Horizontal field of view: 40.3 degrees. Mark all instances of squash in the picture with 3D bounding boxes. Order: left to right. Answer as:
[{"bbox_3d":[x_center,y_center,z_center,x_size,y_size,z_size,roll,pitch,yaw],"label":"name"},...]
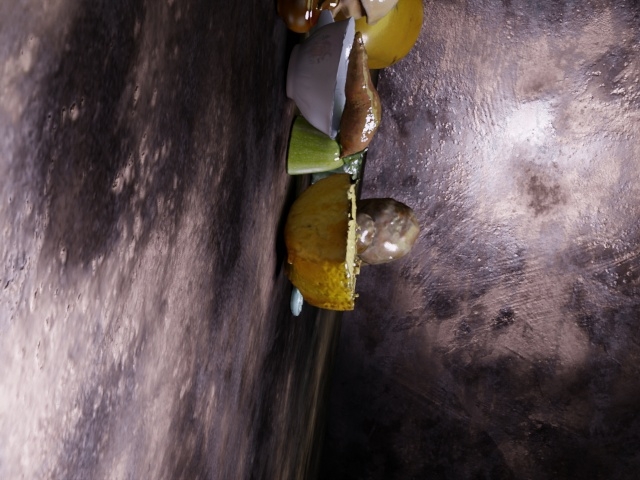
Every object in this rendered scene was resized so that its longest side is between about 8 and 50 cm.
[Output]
[{"bbox_3d":[0.016,-0.153,1.472,0.105,0.132,0.105,8,90,-83],"label":"squash"}]

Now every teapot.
[{"bbox_3d":[-0.011,-0.330,1.167,0.129,0.078,0.098,-73,171,-55],"label":"teapot"}]

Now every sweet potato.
[{"bbox_3d":[0.066,-0.217,1.357,0.068,0.068,0.226,-74,171,-51],"label":"sweet potato"}]

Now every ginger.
[{"bbox_3d":[0.103,-0.022,1.906,0.304,0.244,0.155,152,-71,-81],"label":"ginger"}]

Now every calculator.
[{"bbox_3d":[-0.046,0.109,1.856,0.153,0.021,0.095,85,15,-71],"label":"calculator"}]

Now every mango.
[{"bbox_3d":[0.096,-0.433,1.681,0.317,0.173,0.211,-41,144,-63],"label":"mango"}]

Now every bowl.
[{"bbox_3d":[-0.004,-0.254,1.341,0.189,0.086,0.189,11,90,-83],"label":"bowl"}]

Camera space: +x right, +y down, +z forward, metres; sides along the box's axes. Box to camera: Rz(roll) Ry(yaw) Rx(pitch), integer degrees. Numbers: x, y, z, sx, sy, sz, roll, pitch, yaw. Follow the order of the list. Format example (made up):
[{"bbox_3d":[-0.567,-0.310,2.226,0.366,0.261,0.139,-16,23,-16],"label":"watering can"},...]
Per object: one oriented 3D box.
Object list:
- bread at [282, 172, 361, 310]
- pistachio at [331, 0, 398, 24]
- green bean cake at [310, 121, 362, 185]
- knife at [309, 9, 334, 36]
[{"bbox_3d":[0.000,0.005,1.564,0.160,0.147,0.261,79,12,-48],"label":"bread"},{"bbox_3d":[0.085,-0.501,1.417,0.181,0.162,0.293,-30,131,-63],"label":"pistachio"},{"bbox_3d":[0.039,-0.171,1.886,0.173,0.094,0.181,-58,158,-78],"label":"green bean cake"},{"bbox_3d":[0.001,-0.304,1.451,0.032,0.058,0.244,-72,170,-49],"label":"knife"}]
